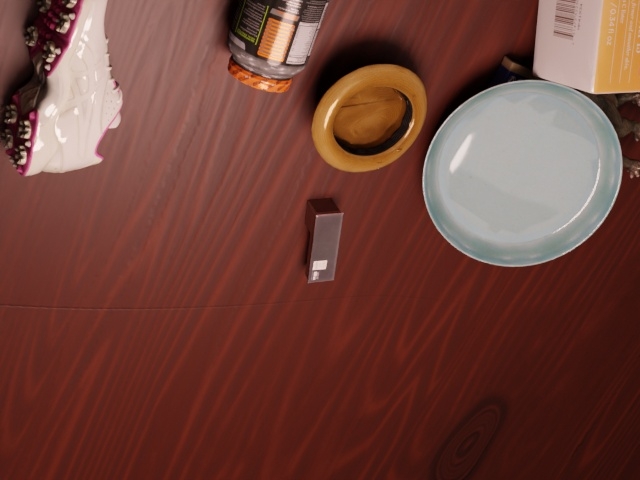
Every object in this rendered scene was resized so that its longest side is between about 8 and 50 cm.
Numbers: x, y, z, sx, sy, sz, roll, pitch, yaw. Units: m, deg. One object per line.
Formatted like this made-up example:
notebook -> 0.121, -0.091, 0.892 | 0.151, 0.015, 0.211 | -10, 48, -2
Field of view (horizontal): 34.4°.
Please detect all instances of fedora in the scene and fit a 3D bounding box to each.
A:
fedora -> 0.065, -0.194, 1.553 | 0.194, 0.079, 0.194 | -16, 129, -20

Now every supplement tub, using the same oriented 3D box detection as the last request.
supplement tub -> -0.056, -0.305, 1.400 | 0.117, 0.117, 0.190 | 8, 120, -27

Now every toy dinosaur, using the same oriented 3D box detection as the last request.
toy dinosaur -> 0.454, -0.181, 1.704 | 0.160, 0.121, 0.313 | -1, 126, -30

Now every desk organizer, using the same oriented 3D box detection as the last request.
desk organizer -> 0.000, 0.000, 1.676 | 0.047, 0.050, 0.130 | -6, 124, -20

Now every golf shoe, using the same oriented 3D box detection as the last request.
golf shoe -> -0.318, -0.220, 1.364 | 0.140, 0.115, 0.306 | 2, 129, -37

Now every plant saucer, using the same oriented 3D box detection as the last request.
plant saucer -> 0.320, -0.108, 1.659 | 0.317, 0.044, 0.317 | 0, 114, 0

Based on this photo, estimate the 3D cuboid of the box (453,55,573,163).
box -> 0.301, -0.178, 1.694 | 0.136, 0.036, 0.225 | 15, 117, -30

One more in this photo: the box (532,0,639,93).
box -> 0.518, -0.345, 1.558 | 0.345, 0.168, 0.215 | -6, 110, -20
